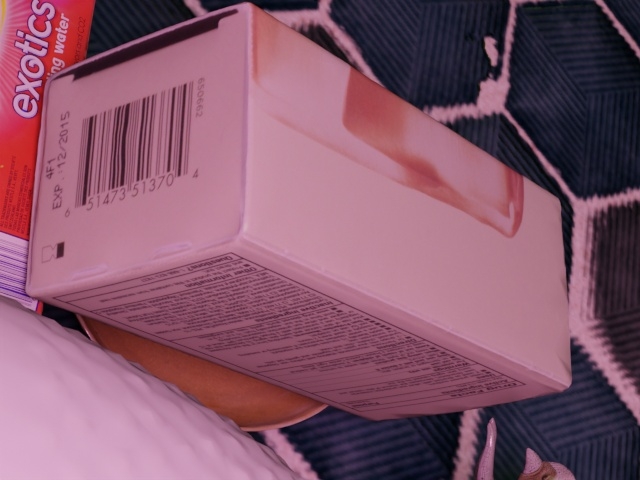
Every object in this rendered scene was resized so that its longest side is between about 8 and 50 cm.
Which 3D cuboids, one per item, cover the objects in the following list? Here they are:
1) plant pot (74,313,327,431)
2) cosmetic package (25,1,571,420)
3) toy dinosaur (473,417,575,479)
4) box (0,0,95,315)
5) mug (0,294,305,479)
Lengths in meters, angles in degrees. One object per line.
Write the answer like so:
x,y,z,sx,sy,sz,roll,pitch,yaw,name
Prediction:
-0.065,0.008,0.973,0.236,0.032,0.236,15,62,-30,plant pot
0.000,0.000,0.849,0.296,0.153,0.129,28,56,-48,cosmetic package
0.064,0.271,0.919,0.160,0.121,0.313,43,56,2,toy dinosaur
-0.213,-0.071,0.842,0.128,0.122,0.257,20,61,-29,box
-0.141,0.236,0.700,0.328,0.276,0.374,31,86,-31,mug
